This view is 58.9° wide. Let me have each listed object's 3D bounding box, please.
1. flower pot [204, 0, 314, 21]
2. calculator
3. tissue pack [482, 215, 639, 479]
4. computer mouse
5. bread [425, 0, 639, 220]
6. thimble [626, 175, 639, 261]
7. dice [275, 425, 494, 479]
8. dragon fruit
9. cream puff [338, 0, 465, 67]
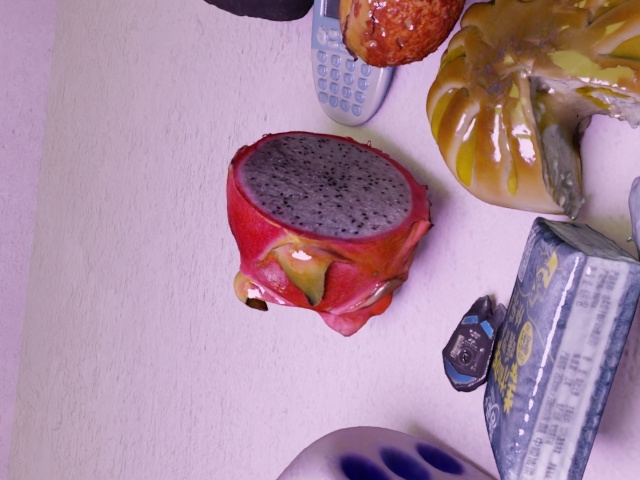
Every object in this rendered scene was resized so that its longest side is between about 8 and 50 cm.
[{"bbox_3d":[-0.092,-0.536,0.976,0.379,0.379,0.251,55,143,35],"label":"flower pot"},{"bbox_3d":[0.053,-0.338,0.925,0.188,0.042,0.303,34,126,41],"label":"calculator"},{"bbox_3d":[0.244,0.116,0.609,0.081,0.185,0.257,12,105,7],"label":"tissue pack"},{"bbox_3d":[0.213,0.141,0.756,0.079,0.047,0.135,27,97,53],"label":"computer mouse"},{"bbox_3d":[0.262,-0.189,0.649,0.332,0.160,0.333,-7,80,47],"label":"bread"},{"bbox_3d":[0.381,-0.016,0.470,0.250,0.204,0.172,138,126,-70],"label":"thimble"},{"bbox_3d":[0.090,0.434,0.681,0.304,0.276,0.305,28,103,46],"label":"dice"},{"bbox_3d":[0.000,0.000,0.834,0.305,0.305,0.226,51,143,37],"label":"dragon fruit"},{"bbox_3d":[0.106,-0.335,0.718,0.240,0.163,0.240,-178,90,-74],"label":"cream puff"}]
